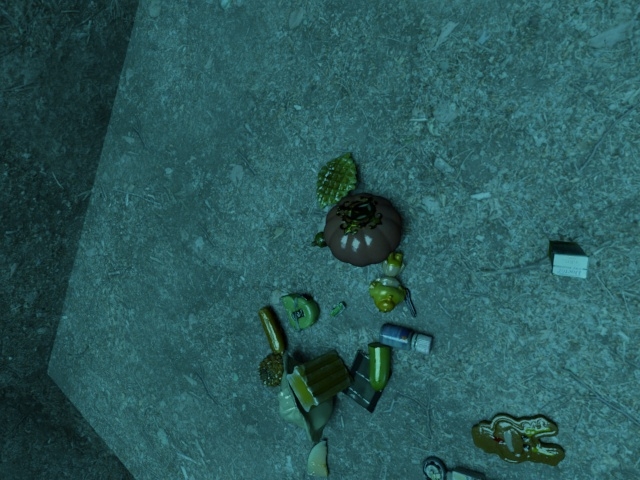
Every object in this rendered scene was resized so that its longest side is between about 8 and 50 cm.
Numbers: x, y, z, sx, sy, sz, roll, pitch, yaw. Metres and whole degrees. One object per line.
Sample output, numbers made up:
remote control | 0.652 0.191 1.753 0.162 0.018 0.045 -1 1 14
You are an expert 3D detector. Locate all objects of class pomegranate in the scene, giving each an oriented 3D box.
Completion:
pomegranate | 0.003 -0.001 1.725 0.073 0.084 0.073 11 111 32

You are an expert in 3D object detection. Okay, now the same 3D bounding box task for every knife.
knife | 0.355 0.246 1.599 0.031 0.018 0.121 -25 85 30

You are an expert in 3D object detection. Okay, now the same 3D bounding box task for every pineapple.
pineapple | -0.233 0.624 1.896 0.176 0.136 0.162 -33 79 28

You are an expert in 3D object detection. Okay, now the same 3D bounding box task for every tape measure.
tape measure | -0.086 0.320 1.810 0.153 0.087 0.178 -18 89 28

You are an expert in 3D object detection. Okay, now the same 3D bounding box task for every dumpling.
dumpling | -0.077 0.659 1.721 0.233 0.316 0.395 -20 68 -3

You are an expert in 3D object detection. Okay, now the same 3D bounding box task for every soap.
soap | 0.006 0.575 1.670 0.089 0.274 0.174 -46 66 28

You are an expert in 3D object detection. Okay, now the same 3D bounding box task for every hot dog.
hot dog | -0.221 0.429 1.904 0.249 0.076 0.102 68 155 7

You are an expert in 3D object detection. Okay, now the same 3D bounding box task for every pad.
pad | 0.191 0.603 1.727 0.174 0.022 0.233 29 109 23

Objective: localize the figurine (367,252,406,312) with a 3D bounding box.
figurine | 0.266 0.166 1.585 0.156 0.131 0.247 15 89 -5

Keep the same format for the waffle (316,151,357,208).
waffle | 0.061 -0.245 1.650 0.207 0.054 0.214 -31 52 35

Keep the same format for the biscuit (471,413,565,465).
biscuit | 0.700 0.716 1.449 0.295 0.044 0.186 -16 86 29

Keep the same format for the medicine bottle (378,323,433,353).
medicine bottle | 0.336 0.390 1.589 0.203 0.083 0.084 11 101 26

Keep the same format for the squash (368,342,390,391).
squash | 0.240 0.515 1.632 0.095 0.095 0.188 -3 85 29

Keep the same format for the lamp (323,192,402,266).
lamp | 0.163 -0.032 1.548 0.305 0.240 0.306 -7 55 10

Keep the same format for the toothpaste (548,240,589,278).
toothpaste | 0.732 0.048 1.200 0.089 0.312 0.071 6 99 27

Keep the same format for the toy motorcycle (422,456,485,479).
toy motorcycle | 0.542 0.981 1.522 0.340 0.107 0.223 3 82 35

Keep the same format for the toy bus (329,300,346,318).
toy bus | 0.076 0.300 1.750 0.037 0.031 0.083 47 115 8

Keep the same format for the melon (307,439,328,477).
melon | -0.012 1.003 1.869 0.097 0.054 0.183 0 96 23
